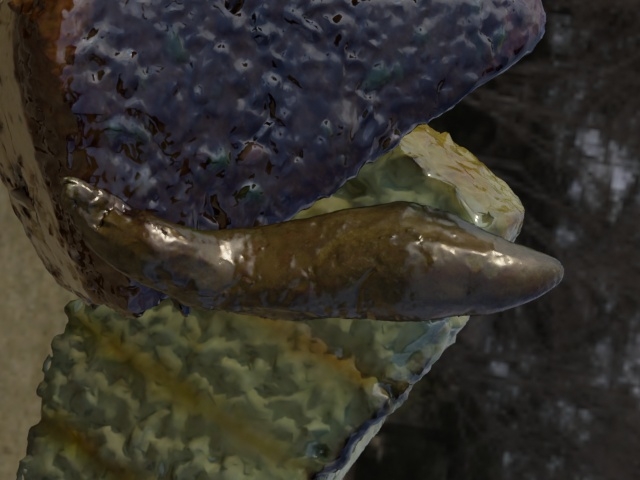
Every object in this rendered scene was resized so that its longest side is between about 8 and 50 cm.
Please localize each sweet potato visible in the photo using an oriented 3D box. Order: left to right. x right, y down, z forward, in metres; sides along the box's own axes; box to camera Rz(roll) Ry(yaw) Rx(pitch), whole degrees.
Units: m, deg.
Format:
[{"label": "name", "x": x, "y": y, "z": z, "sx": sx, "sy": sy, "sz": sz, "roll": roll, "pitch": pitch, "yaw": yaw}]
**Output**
[{"label": "sweet potato", "x": -0.002, "y": 0.006, "z": 0.402, "sx": 0.038, "sy": 0.153, "sz": 0.041, "roll": -100, "pitch": -161, "yaw": -60}]

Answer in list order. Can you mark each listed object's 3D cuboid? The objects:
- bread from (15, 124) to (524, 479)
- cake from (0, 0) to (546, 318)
[{"label": "bread", "x": -0.035, "y": 0.064, "z": 1.001, "sx": 0.395, "sy": 0.239, "sz": 0.264, "roll": -58, "pitch": 172, "yaw": 12}, {"label": "cake", "x": -0.029, "y": -0.087, "z": 0.564, "sx": 0.112, "sy": 0.246, "sz": 0.135, "roll": 15, "pitch": -42, "yaw": 60}]
